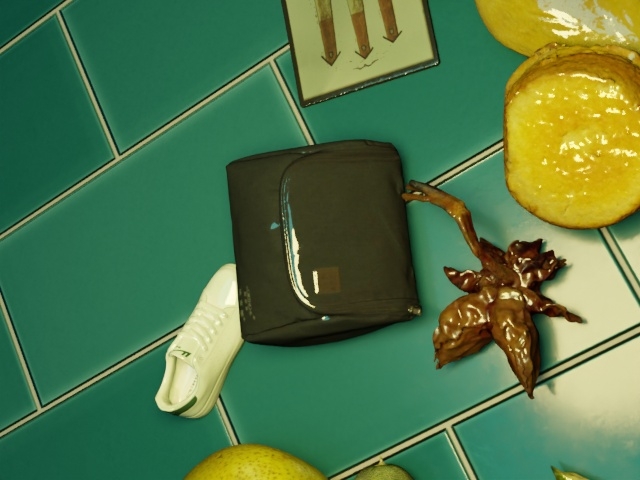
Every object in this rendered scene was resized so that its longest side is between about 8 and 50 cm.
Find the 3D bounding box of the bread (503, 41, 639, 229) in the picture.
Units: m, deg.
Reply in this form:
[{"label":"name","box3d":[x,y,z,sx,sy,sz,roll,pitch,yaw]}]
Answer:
[{"label":"bread","box3d":[0.358,-0.137,1.287,0.268,0.146,0.268,14,123,24]}]

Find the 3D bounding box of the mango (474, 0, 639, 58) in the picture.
[{"label":"mango","box3d":[0.367,-0.335,1.354,0.332,0.142,0.195,28,99,16]}]

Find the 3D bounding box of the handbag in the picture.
[{"label":"handbag","box3d":[-0.003,0.000,1.426,0.275,0.178,0.301,-11,79,32]}]

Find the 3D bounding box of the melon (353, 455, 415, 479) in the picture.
[{"label":"melon","box3d":[0.095,0.396,1.386,0.114,0.114,0.167,-8,80,22]}]

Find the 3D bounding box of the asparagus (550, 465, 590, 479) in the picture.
[{"label":"asparagus","box3d":[0.420,0.438,1.263,0.085,0.082,0.343,-41,68,34]}]

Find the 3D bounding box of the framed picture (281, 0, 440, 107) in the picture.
[{"label":"framed picture","box3d":[0.050,-0.400,1.560,0.244,0.013,0.323,-15,77,21]}]

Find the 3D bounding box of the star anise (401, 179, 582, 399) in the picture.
[{"label":"star anise","box3d":[0.224,0.058,1.357,0.237,0.148,0.346,-31,82,14]}]

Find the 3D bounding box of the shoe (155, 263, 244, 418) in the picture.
[{"label":"shoe","box3d":[-0.187,0.164,1.537,0.095,0.110,0.264,18,93,25]}]

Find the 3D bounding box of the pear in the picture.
[{"label":"pear","box3d":[-0.095,0.435,1.378,0.294,0.294,0.294,-3,82,23]}]
